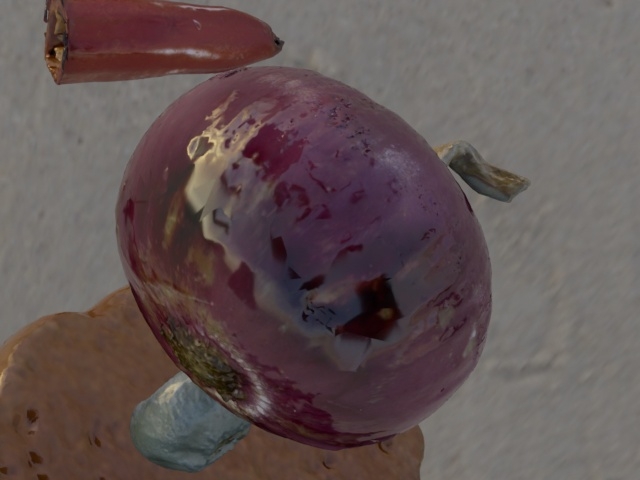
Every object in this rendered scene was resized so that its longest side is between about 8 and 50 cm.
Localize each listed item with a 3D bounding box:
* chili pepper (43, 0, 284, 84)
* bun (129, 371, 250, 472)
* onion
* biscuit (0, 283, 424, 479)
[{"bbox_3d":[-0.105,-0.139,1.369,0.169,0.088,0.064,0,96,-19],"label":"chili pepper"},{"bbox_3d":[-0.059,0.088,1.001,0.083,0.083,0.045,-33,83,-23],"label":"bun"},{"bbox_3d":[-0.007,0.006,0.859,0.177,0.177,0.153,19,61,-3],"label":"onion"},{"bbox_3d":[-0.078,0.198,1.104,0.349,0.078,0.455,54,40,1],"label":"biscuit"}]
